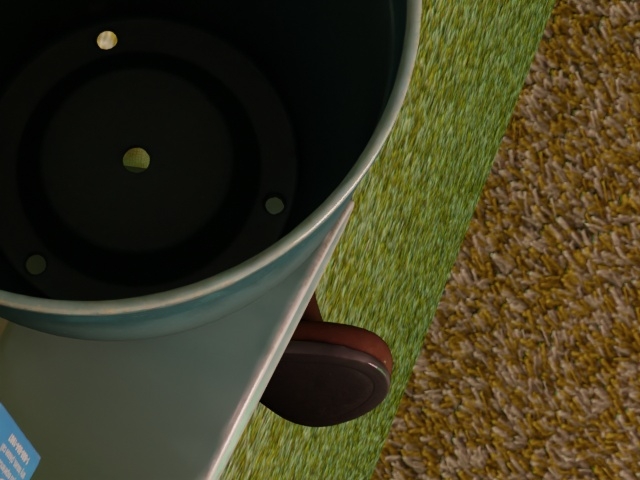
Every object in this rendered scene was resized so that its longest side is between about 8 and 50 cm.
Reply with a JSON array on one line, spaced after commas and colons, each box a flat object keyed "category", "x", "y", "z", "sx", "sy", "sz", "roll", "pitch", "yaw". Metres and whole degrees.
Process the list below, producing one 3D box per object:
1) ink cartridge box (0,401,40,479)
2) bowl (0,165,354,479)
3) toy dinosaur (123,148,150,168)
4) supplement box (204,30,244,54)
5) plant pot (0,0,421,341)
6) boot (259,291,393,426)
[{"category": "ink cartridge box", "x": -0.251, "y": 0.135, "z": 0.773, "sx": 0.171, "sy": 0.168, "sz": 0.233, "roll": 80, "pitch": 34, "yaw": -66}, {"category": "bowl", "x": -0.119, "y": 0.081, "z": 1.153, "sx": 0.311, "sy": 0.163, "sz": 0.312, "roll": 26, "pitch": 90, "yaw": -89}, {"category": "toy dinosaur", "x": -0.116, "y": -0.051, "z": 1.319, "sx": 0.092, "sy": 0.053, "sz": 0.183, "roll": -42, "pitch": 146, "yaw": -31}, {"category": "supplement box", "x": -0.045, "y": -0.229, "z": 1.118, "sx": 0.191, "sy": 0.129, "sz": 0.194, "roll": -49, "pitch": 157, "yaw": -56}, {"category": "plant pot", "x": -0.095, "y": -0.072, "z": 0.922, "sx": 0.255, "sy": 0.271, "sz": 0.272, "roll": 93, "pitch": 21, "yaw": -76}, {"category": "boot", "x": 0.000, "y": 0.000, "z": 1.441, "sx": 0.264, "sy": 0.096, "sz": 0.280, "roll": -9, "pitch": -134, "yaw": 52}]
